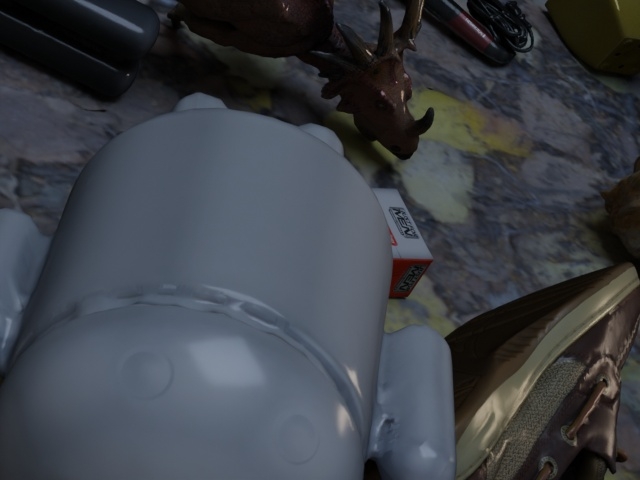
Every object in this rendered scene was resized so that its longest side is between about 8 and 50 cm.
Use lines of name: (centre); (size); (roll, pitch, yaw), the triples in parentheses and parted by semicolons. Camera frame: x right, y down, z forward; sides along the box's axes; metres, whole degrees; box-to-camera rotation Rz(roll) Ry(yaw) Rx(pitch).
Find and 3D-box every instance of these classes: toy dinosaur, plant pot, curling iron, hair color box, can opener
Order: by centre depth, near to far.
hair color box: (0.000, 0.000, 1.359); (0.141, 0.043, 0.072); (2, 47, -33)
can opener: (-0.244, -0.204, 1.388); (0.283, 0.076, 0.095); (27, 38, -10)
toy dinosaur: (-0.030, -0.180, 1.408); (0.200, 0.127, 0.295); (31, 3, 37)
curling iron: (0.064, -0.236, 1.677); (0.274, 0.035, 0.068); (34, 33, 1)
plant pot: (0.259, -0.192, 1.734); (0.081, 0.081, 0.083); (7, 54, -30)

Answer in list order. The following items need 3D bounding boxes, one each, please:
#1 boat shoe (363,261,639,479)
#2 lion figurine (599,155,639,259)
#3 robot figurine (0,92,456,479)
boat shoe: (0.133, 0.120, 1.284); (0.123, 0.123, 0.342); (64, 32, -8)
lion figurine: (0.426, 0.004, 1.556); (0.392, 0.240, 0.142); (25, 59, -31)
robot figurine: (-0.066, 0.065, 1.109); (0.300, 0.200, 0.353); (13, 39, -1)
